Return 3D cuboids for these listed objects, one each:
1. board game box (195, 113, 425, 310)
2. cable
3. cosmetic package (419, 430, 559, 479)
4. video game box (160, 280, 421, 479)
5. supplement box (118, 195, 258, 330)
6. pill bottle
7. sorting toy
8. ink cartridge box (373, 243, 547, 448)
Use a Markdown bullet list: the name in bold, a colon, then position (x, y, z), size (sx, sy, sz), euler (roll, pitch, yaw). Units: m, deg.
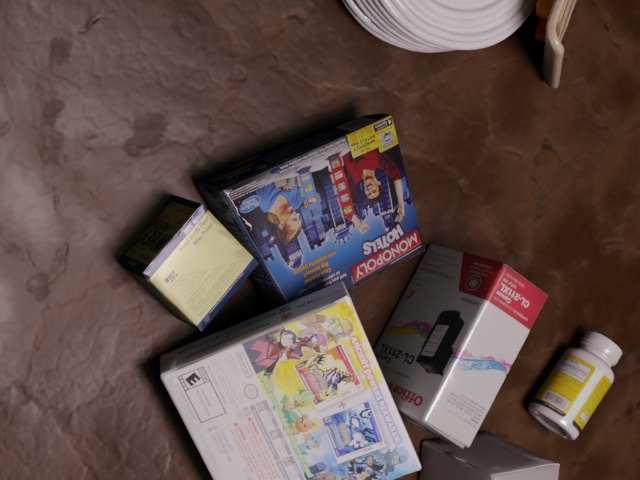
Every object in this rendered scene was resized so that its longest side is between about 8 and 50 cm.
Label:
- **board game box**: position (0.000, 0.000, 1.172), size (0.194, 0.060, 0.194), euler (-25, 113, -27)
- **cable**: position (0.122, -0.308, 1.172), size (0.257, 0.089, 0.257), euler (31, 82, -33)
- **cosmetic package**: position (0.172, 0.336, 1.309), size (0.107, 0.127, 0.238), euler (1, 101, -33)
- **video game box**: position (-0.026, 0.162, 1.150), size (0.187, 0.048, 0.205), euler (-21, 114, 3)
- **supplement box**: position (-0.119, 0.020, 1.100), size (0.083, 0.056, 0.083), euler (-51, 121, -14)
- **pill bottle**: position (0.292, 0.163, 1.388), size (0.065, 0.065, 0.116), euler (44, 76, -31)
- **sorting toy**: position (0.252, -0.273, 1.235), size (0.038, 0.193, 0.208), euler (16, 88, 10)
- **ink cartridge box**: position (0.130, 0.104, 1.234), size (0.072, 0.127, 0.175), euler (34, 80, -32)
